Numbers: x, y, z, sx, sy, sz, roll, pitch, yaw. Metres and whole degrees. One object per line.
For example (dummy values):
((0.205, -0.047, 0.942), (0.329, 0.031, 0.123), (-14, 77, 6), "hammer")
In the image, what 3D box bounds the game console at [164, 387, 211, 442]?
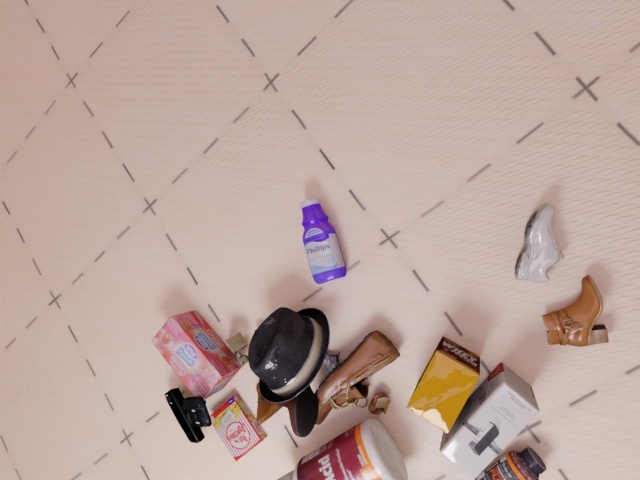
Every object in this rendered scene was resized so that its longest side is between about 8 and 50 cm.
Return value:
((-0.464, 0.633, 1.554), (0.361, 0.043, 0.213), (-31, 88, 53), "game console")

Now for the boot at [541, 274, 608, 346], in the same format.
((0.704, 0.201, 1.205), (0.152, 0.073, 0.198), (-10, 84, 25), "boot")

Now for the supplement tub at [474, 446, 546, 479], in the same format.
((0.552, 0.687, 1.247), (0.106, 0.106, 0.198), (46, 104, 14), "supplement tub")

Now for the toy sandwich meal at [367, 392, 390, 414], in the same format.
((0.193, 0.535, 1.400), (0.085, 0.029, 0.086), (-6, 107, -19), "toy sandwich meal")

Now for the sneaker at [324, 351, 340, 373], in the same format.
((0.035, 0.401, 1.479), (0.069, 0.038, 0.098), (-38, 65, -3), "sneaker")

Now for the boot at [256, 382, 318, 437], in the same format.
((-0.137, 0.550, 1.423), (0.280, 0.096, 0.264), (-40, 43, 30), "boot")

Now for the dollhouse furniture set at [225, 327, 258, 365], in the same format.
((-0.244, 0.393, 1.586), (0.151, 0.123, 0.144), (-32, 78, -18), "dollhouse furniture set")

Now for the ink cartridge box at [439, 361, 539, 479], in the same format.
((0.475, 0.507, 1.224), (0.114, 0.197, 0.273), (40, 104, 16), "ink cartridge box")

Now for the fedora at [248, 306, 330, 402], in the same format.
((-0.124, 0.339, 1.386), (0.333, 0.152, 0.334), (-32, 35, 26), "fedora")

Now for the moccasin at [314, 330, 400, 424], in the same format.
((0.108, 0.471, 1.405), (0.380, 0.139, 0.147), (-46, 66, 5), "moccasin")

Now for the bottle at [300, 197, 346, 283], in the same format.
((0.000, 0.000, 1.456), (0.118, 0.092, 0.283), (-17, 84, 21), "bottle")

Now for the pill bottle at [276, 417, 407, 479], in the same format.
((0.055, 0.754, 1.351), (0.392, 0.224, 0.224), (-36, 78, 11), "pill bottle")

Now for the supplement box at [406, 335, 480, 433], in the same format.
((0.367, 0.414, 1.265), (0.129, 0.194, 0.192), (28, 100, 18), "supplement box")

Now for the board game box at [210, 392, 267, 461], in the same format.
((-0.311, 0.695, 1.603), (0.146, 0.045, 0.194), (-43, 76, 16), "board game box")

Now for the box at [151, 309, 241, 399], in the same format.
((-0.460, 0.422, 1.600), (0.300, 0.154, 0.142), (45, 105, 16), "box")

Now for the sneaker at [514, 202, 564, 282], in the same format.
((0.640, 0.012, 1.228), (0.115, 0.090, 0.233), (14, 104, 13), "sneaker")
